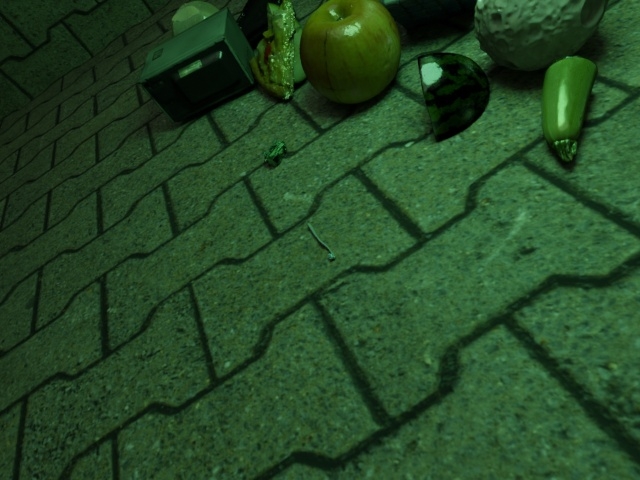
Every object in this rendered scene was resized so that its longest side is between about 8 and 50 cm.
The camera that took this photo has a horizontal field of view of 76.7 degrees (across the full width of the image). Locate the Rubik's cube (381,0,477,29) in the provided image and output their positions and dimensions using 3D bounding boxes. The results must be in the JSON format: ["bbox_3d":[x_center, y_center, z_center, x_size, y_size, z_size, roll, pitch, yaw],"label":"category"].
[{"bbox_3d":[0.301,-0.746,1.098,0.237,0.238,0.237,-2,11,27],"label":"Rubik's cube"}]

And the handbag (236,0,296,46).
[{"bbox_3d":[-0.244,-0.918,1.662,0.288,0.152,0.342,-30,42,21],"label":"handbag"}]

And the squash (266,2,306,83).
[{"bbox_3d":[-0.091,-0.674,1.378,0.111,0.203,0.288,-11,38,-22],"label":"squash"}]

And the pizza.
[{"bbox_3d":[-0.152,-0.632,1.314,0.075,0.287,0.280,-7,37,-34],"label":"pizza"}]

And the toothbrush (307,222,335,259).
[{"bbox_3d":[0.000,0.000,0.895,0.013,0.011,0.131,-21,44,-15],"label":"toothbrush"}]

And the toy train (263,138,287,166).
[{"bbox_3d":[-0.124,-0.249,1.143,0.053,0.033,0.083,23,69,34],"label":"toy train"}]

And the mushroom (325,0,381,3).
[{"bbox_3d":[0.115,-0.708,1.276,0.226,0.178,0.226,3,97,30],"label":"mushroom"}]

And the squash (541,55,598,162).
[{"bbox_3d":[0.475,-0.241,0.777,0.094,0.094,0.224,3,64,31],"label":"squash"}]

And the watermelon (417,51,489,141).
[{"bbox_3d":[0.294,-0.321,0.917,0.193,0.137,0.145,15,52,-11],"label":"watermelon"}]

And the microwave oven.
[{"bbox_3d":[-0.434,-0.626,1.483,0.355,0.218,0.286,-21,49,13],"label":"microwave oven"}]

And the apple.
[{"bbox_3d":[0.077,-0.515,1.100,0.286,0.233,0.286,-14,51,18],"label":"apple"}]

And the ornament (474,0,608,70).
[{"bbox_3d":[0.469,-0.495,0.855,0.259,0.259,0.225,-38,41,-3],"label":"ornament"}]

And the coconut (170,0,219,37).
[{"bbox_3d":[-0.491,-0.838,1.661,0.245,0.245,0.247,-22,41,13],"label":"coconut"}]
